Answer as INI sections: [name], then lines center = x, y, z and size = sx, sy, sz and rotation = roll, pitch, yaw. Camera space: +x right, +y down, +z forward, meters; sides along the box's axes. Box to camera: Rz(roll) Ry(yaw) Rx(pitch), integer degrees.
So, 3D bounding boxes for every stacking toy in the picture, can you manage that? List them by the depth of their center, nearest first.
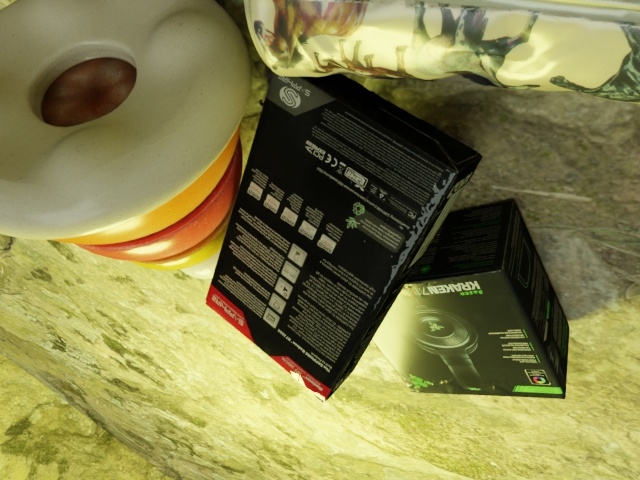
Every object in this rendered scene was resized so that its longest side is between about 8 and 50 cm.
[stacking toy]
center = -0.230, -0.075, 0.699
size = 0.351, 0.350, 0.480
rotation = 16, 157, 13

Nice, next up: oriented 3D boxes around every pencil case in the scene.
[pencil case]
center = 0.132, -0.198, 0.399
size = 0.411, 0.183, 0.159
rotation = 13, 102, 17

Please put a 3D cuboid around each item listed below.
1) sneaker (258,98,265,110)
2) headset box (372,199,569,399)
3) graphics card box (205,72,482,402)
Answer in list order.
[sneaker]
center = -0.038, -0.168, 0.635
size = 0.098, 0.038, 0.069
rotation = 5, 136, 24
[headset box]
center = 0.203, 0.107, 0.726
size = 0.246, 0.131, 0.283
rotation = -10, 128, 37
[graphics card box]
center = 0.000, 0.000, 0.612
size = 0.233, 0.094, 0.370
rotation = 35, 126, 18
